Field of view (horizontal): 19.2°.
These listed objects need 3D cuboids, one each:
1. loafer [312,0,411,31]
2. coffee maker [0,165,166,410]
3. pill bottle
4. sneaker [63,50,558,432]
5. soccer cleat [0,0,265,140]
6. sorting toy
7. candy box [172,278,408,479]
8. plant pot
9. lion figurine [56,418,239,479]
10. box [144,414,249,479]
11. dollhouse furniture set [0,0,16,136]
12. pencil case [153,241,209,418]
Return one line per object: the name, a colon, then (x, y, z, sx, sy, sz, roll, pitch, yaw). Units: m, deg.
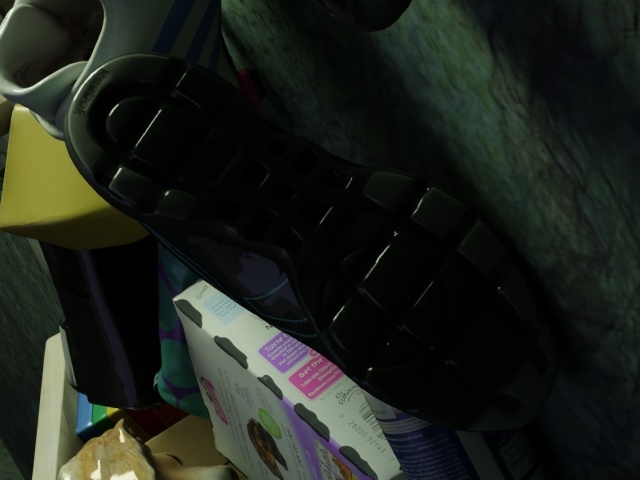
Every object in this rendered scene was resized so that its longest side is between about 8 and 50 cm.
loafer: (-0.053, -0.191, 0.802, 0.267, 0.096, 0.084, 51, 168, 17)
coffee maker: (-0.136, 0.024, 1.318, 0.171, 0.120, 0.178, 28, 139, 63)
pill bottle: (0.076, 0.112, 0.992, 0.120, 0.067, 0.067, 62, 163, -11)
sneaker: (0.000, 0.000, 0.924, 0.267, 0.101, 0.106, 36, 172, 7)
soccer cleat: (-0.108, -0.089, 1.034, 0.116, 0.143, 0.331, 48, 160, 31)
sorting toy: (-0.112, 0.217, 1.505, 0.255, 0.089, 0.257, 50, -160, -32)
candy box: (0.007, 0.119, 1.159, 0.196, 0.070, 0.165, 39, 155, 33)
plant pot: (-0.138, -0.039, 1.180, 0.083, 0.081, 0.081, 1, 171, 33)
lion figurine: (-0.122, 0.332, 1.273, 0.240, 0.142, 0.392, -123, 35, -51)
box: (-0.030, 0.200, 1.307, 0.201, 0.164, 0.021, 58, -164, 4)
dollhouse furniture set: (-0.217, -0.164, 1.200, 0.144, 0.151, 0.123, 44, 157, 37)
pencil case: (-0.076, 0.040, 1.238, 0.070, 0.064, 0.152, -89, 3, -57)
